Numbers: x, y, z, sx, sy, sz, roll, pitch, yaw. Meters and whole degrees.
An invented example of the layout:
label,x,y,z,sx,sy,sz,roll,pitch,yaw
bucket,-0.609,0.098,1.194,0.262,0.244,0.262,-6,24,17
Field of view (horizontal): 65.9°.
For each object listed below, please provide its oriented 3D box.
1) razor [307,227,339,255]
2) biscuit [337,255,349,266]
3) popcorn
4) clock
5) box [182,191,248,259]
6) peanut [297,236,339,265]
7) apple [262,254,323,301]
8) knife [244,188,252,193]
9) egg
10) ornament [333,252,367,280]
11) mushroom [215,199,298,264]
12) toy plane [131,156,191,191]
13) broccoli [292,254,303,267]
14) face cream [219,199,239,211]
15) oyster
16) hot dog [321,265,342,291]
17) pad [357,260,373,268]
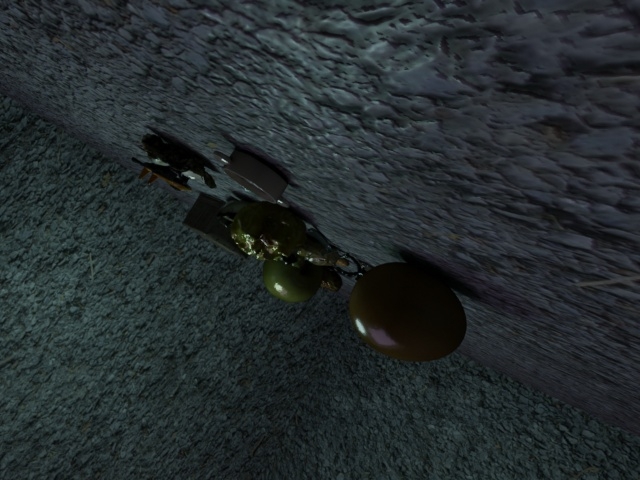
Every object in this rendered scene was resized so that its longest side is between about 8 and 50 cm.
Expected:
label,x,y,z,sx,sy,sz,roll,pitch,yaw
razor,0.000,-0.003,1.675,0.068,0.037,0.191,-19,149,16
biscuit,0.006,0.052,2.025,0.160,0.030,0.250,32,172,-24
popcorn,-0.162,-0.030,1.543,0.235,0.181,0.217,16,167,4
clock,-0.154,-0.153,1.174,0.229,0.063,0.156,37,172,-31
box,-0.472,-0.067,2.408,0.225,0.190,0.297,19,168,45
peanut,-0.022,0.036,1.842,0.214,0.099,0.099,31,175,42
apple,-0.137,0.155,2.367,0.292,0.291,0.254,34,151,-30
knife,-0.200,-0.145,1.573,0.096,0.010,0.027,26,171,9
egg,0.232,0.192,1.304,0.323,0.250,0.250,25,173,-7
ornament,0.156,0.115,1.715,0.236,0.080,0.202,27,173,16
mushroom,-0.222,-0.047,1.834,0.344,0.130,0.247,30,171,25
toy plane,-0.617,-0.264,2.020,0.316,0.103,0.204,15,168,34
broccoli,-0.192,0.042,2.192,0.304,0.145,0.165,26,168,36
face cream,-0.385,-0.119,2.116,0.092,0.092,0.311,31,173,-15
oyster,-0.432,-0.238,1.545,0.214,0.083,0.223,30,179,21
hot dog,0.010,0.176,2.536,0.259,0.114,0.175,15,159,46
pad,0.228,0.141,1.909,0.176,0.002,0.266,26,172,26
